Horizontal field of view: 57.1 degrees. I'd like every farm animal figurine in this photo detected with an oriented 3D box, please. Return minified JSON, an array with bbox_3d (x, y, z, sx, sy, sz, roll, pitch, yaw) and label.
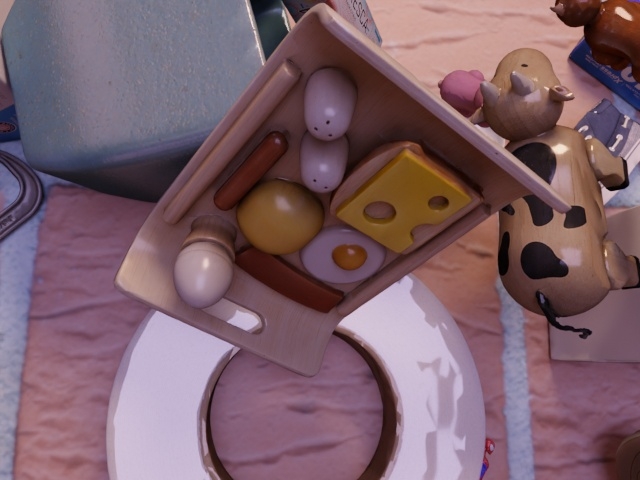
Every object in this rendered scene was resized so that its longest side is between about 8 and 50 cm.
[{"bbox_3d":[0.179,-0.071,0.539,0.172,0.330,0.327,10,57,-45],"label":"farm animal figurine"}]

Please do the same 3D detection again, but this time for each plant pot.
[{"bbox_3d":[-0.156,-0.160,0.592,0.252,0.247,0.248,-16,82,9],"label":"plant pot"}]

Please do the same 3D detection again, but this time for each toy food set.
[{"bbox_3d":[0.000,0.000,0.459,0.219,0.306,0.092,30,42,-23],"label":"toy food set"}]

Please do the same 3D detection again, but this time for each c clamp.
[{"bbox_3d":[-0.397,-0.048,0.644,0.160,0.022,0.137,-36,85,-11],"label":"c clamp"}]

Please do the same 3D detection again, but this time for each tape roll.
[{"bbox_3d":[-0.021,0.190,0.621,0.392,0.072,0.392,1,80,-7],"label":"tape roll"}]

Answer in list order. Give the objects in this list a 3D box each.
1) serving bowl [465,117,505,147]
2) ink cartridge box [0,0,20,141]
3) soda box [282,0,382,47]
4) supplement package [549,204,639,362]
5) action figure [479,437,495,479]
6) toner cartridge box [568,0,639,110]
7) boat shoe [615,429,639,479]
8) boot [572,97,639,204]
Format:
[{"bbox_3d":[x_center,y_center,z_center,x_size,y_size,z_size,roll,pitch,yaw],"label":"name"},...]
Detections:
[{"bbox_3d":[0.183,-0.124,0.726,0.083,0.027,0.083,1,80,-6],"label":"serving bowl"},{"bbox_3d":[-0.446,-0.206,0.578,0.270,0.198,0.197,-10,82,-8],"label":"ink cartridge box"},{"bbox_3d":[0.011,-0.254,0.649,0.063,0.183,0.058,13,76,25],"label":"soda box"},{"bbox_3d":[0.384,0.057,0.632,0.203,0.194,0.149,2,79,-7],"label":"supplement package"},{"bbox_3d":[0.167,0.274,0.646,0.030,0.038,0.115,17,78,19],"label":"action figure"},{"bbox_3d":[0.514,-0.206,0.757,0.348,0.075,0.165,38,79,1],"label":"toner cartridge box"},{"bbox_3d":[0.448,0.313,0.649,0.302,0.109,0.098,45,38,3],"label":"boat shoe"},{"bbox_3d":[0.326,-0.096,0.713,0.086,0.069,0.190,44,59,8],"label":"boot"}]
